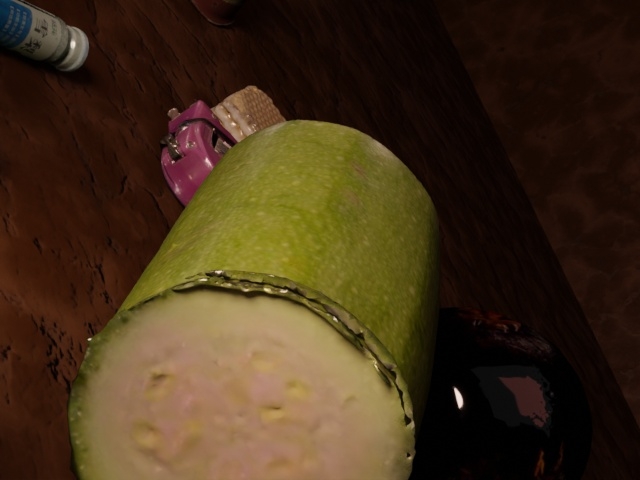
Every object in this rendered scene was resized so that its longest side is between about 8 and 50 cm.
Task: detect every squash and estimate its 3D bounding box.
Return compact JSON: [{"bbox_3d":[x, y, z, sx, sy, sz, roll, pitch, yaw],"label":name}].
[{"bbox_3d":[-0.031,0.075,0.960,0.263,0.263,0.384,53,19,-13],"label":"squash"}]

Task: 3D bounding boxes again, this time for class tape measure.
[{"bbox_3d":[-0.126,-0.085,1.261,0.125,0.074,0.118,46,23,-24],"label":"tape measure"}]

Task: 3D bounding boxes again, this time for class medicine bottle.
[{"bbox_3d":[-0.296,-0.207,1.075,0.191,0.051,0.051,19,42,-61],"label":"medicine bottle"}]

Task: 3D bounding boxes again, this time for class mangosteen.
[{"bbox_3d":[0.148,0.223,1.200,0.275,0.302,0.275,13,11,-3],"label":"mangosteen"}]

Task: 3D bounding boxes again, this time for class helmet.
[{"bbox_3d":[-0.143,-0.403,1.674,0.155,0.106,0.175,65,16,20],"label":"helmet"}]

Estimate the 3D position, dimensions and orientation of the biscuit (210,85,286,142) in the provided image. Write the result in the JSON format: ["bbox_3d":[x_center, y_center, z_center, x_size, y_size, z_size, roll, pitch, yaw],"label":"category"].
[{"bbox_3d":[0.000,0.000,1.430,0.426,0.078,0.144,56,18,-5],"label":"biscuit"}]
